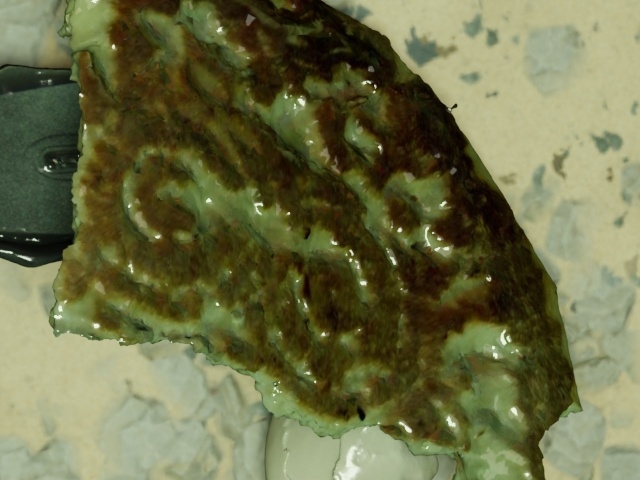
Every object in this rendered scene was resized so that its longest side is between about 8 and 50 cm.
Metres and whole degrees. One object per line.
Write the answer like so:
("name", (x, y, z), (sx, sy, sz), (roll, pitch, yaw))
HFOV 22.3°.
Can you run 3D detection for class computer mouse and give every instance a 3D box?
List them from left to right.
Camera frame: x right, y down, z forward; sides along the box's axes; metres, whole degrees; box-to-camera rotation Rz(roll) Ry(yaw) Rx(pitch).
("computer mouse", (-0.152, -0.043, 1.012), (0.231, 0.071, 0.126), (-7, 79, -24))

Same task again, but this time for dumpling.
("dumpling", (0.030, 0.143, 1.050), (0.127, 0.108, 0.188), (17, 69, -37))

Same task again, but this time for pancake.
("pancake", (0.001, -0.005, 1.000), (0.427, 0.067, 0.305), (30, 56, -25))
